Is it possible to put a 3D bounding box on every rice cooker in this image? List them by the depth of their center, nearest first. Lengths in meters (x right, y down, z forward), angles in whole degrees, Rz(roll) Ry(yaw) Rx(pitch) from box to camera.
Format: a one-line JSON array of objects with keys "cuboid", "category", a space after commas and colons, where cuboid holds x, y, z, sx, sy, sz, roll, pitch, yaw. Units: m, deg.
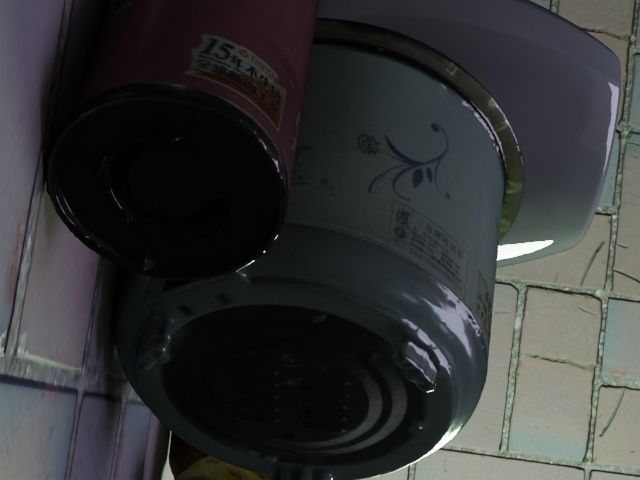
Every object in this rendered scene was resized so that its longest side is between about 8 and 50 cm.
[{"cuboid": [0.000, 0.000, 0.955, 0.317, 0.264, 0.316, 33, 46, -43], "category": "rice cooker"}]

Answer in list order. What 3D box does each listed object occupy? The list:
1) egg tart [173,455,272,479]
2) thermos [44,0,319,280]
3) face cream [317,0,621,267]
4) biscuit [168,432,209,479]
[{"cuboid": [-0.038, 0.321, 1.185, 0.107, 0.291, 0.290, -13, 117, -47], "category": "egg tart"}, {"cuboid": [-0.056, -0.120, 0.749, 0.330, 0.110, 0.136, -83, 180, -48], "category": "thermos"}, {"cuboid": [0.068, -0.103, 1.234, 0.312, 0.357, 0.219, 97, 1, -54], "category": "face cream"}, {"cuboid": [-0.092, 0.249, 1.333, 0.182, 0.034, 0.215, -18, -103, 58], "category": "biscuit"}]
